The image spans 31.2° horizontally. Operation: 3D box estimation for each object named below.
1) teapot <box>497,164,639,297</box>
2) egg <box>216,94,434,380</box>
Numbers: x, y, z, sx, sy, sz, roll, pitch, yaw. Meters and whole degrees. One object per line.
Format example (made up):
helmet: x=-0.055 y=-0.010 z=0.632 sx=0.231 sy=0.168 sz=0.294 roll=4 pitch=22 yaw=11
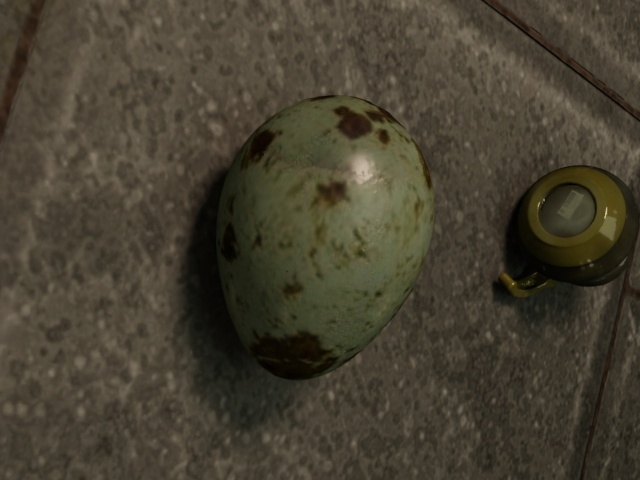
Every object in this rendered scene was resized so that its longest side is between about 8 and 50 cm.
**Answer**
teapot: x=0.262 y=0.000 z=1.216 sx=0.166 sy=0.130 sz=0.119 roll=-43 pitch=148 yaw=5
egg: x=0.000 y=0.000 z=0.900 sx=0.169 sy=0.169 sz=0.231 roll=3 pitch=104 yaw=-46
